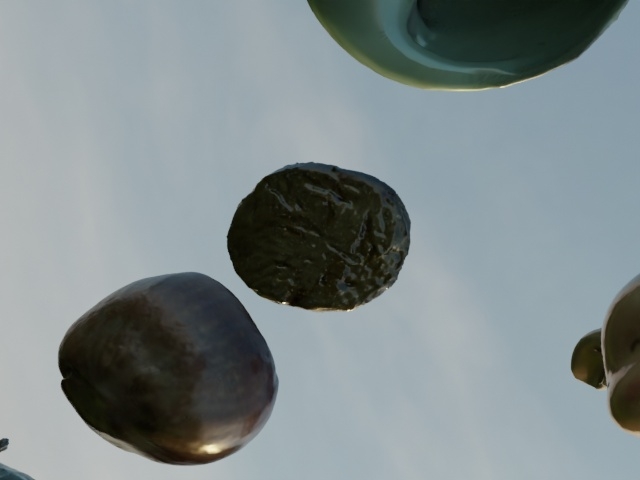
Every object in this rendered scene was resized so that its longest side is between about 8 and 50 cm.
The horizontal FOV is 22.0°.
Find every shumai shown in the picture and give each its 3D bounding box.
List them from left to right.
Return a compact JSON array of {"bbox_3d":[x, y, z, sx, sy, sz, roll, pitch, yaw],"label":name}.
[{"bbox_3d":[0.007,-0.001,1.354,0.139,0.105,0.123,-4,-96,27],"label":"shumai"}]

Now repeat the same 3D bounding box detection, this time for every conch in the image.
[{"bbox_3d":[0.090,-0.178,0.835,0.185,0.221,0.121,50,9,15],"label":"conch"}]

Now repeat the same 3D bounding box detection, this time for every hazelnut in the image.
[{"bbox_3d":[-0.108,0.093,1.166,0.154,0.143,0.143,34,-43,28],"label":"hazelnut"}]

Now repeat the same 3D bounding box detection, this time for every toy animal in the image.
[{"bbox_3d":[0.423,0.150,1.693,0.326,0.237,0.269,34,16,-51],"label":"toy animal"}]

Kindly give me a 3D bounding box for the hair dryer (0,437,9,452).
[{"bbox_3d":[-0.432,0.335,1.995,0.195,0.219,0.075,32,-20,6],"label":"hair dryer"}]

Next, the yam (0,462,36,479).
[{"bbox_3d":[-0.424,0.230,1.438,0.348,0.241,0.241,25,-41,6],"label":"yam"}]
